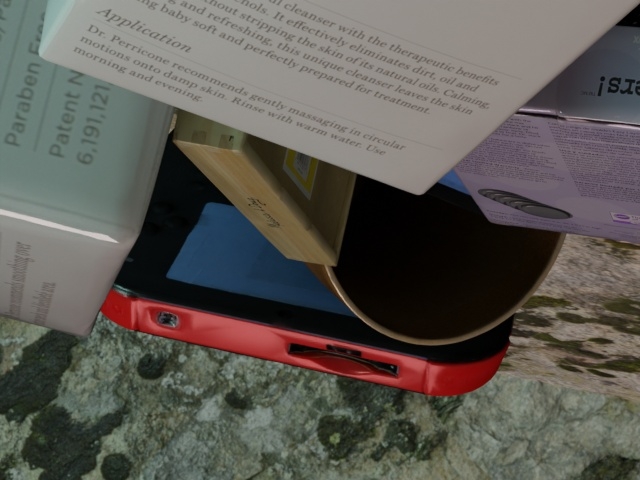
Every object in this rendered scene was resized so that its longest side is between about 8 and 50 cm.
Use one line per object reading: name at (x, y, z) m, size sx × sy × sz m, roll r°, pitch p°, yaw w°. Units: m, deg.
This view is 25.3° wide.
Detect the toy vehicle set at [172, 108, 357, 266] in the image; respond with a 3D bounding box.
toy vehicle set at (-0.013, -0.094, 0.814) m, size 0.035 × 0.166 × 0.267 m, roll 10°, pitch 169°, yaw 13°

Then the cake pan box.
cake pan box at (0.209, -0.057, 0.896) m, size 0.267 × 0.070 × 0.246 m, roll 8°, pitch 168°, yaw 23°

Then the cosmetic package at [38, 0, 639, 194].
cosmetic package at (0.059, -0.186, 0.509) m, size 0.197 × 0.155 × 0.365 m, roll 20°, pitch 142°, yaw -25°

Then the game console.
game console at (0.000, 0.000, 1.363) m, size 0.386 × 0.342 × 0.060 m, roll 12°, pitch 126°, yaw 6°

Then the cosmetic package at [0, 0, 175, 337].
cosmetic package at (-0.269, -0.162, 0.792) m, size 0.393 × 0.327 × 0.329 m, roll 14°, pitch 166°, yaw -11°

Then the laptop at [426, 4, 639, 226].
laptop at (0.141, -0.120, 0.997) m, size 0.234 × 0.136 × 0.264 m, roll 19°, pitch 165°, yaw -28°

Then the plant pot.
plant pot at (0.046, -0.055, 1.230) m, size 0.237 × 0.237 × 0.254 m, roll 20°, pitch -179°, yaw -29°
